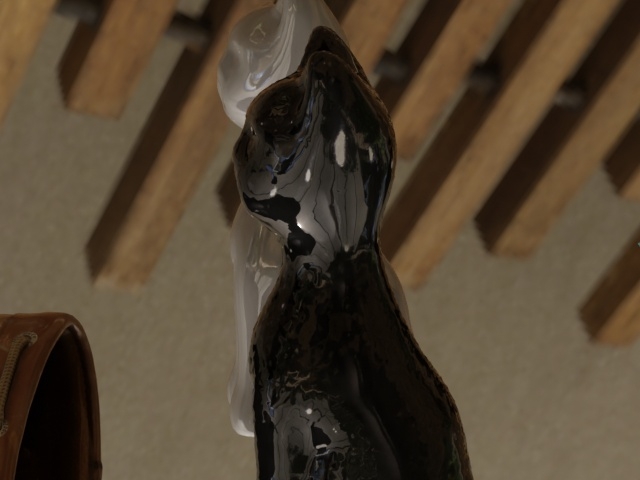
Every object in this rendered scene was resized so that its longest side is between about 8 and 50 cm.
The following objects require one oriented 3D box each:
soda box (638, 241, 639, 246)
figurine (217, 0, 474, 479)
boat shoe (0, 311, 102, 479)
[{"bbox_3d":[0.256,-0.004,0.941,0.210,0.071,0.067,-20,-93,-43],"label":"soda box"},{"bbox_3d":[0.000,0.000,0.770,0.092,0.209,0.215,-7,-159,-4],"label":"figurine"},{"bbox_3d":[-0.124,0.158,0.719,0.116,0.123,0.324,-17,-122,8],"label":"boat shoe"}]
